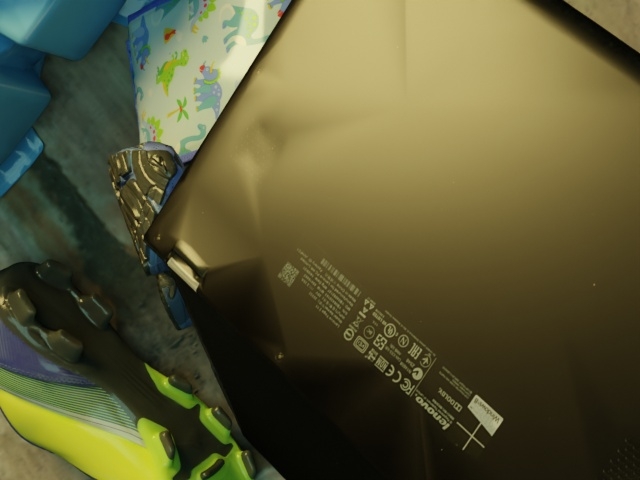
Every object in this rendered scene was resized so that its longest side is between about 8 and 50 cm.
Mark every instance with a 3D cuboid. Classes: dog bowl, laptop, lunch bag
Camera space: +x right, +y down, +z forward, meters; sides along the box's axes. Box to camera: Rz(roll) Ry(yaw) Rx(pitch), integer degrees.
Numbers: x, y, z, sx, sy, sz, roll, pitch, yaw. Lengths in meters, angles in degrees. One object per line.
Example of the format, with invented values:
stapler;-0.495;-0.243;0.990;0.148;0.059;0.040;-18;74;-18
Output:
dog bowl;-0.216;-0.135;1.117;0.074;0.166;0.297;40;99;12
laptop;0.104;0.074;0.966;0.382;0.236;0.408;41;107;31
lunch bag;-0.061;-0.111;1.115;0.151;0.096;0.129;-12;75;22

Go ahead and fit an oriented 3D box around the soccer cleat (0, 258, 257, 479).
soccer cleat;-0.151;0.140;1.187;0.289;0.093;0.121;49;129;-5

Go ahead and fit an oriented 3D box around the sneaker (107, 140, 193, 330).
sneaker;-0.085;-0.014;1.098;0.087;0.221;0.083;-23;71;-4
